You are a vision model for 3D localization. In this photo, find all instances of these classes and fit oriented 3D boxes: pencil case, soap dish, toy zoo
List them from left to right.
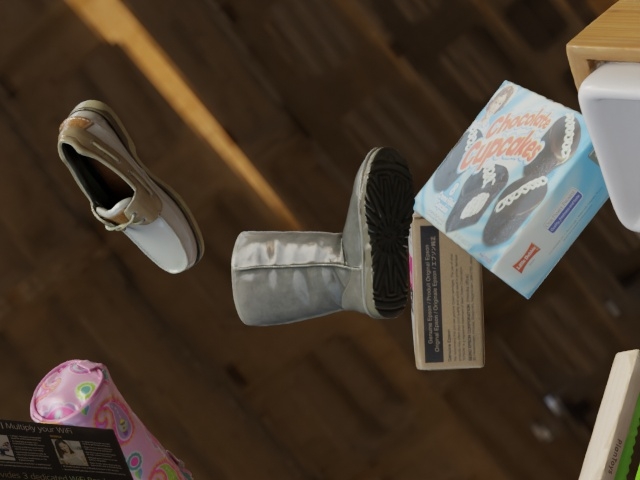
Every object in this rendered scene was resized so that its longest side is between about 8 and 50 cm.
[{"bbox_3d":[-0.274,0.285,2.405,0.284,0.124,0.124,56,-166,-35],"label":"pencil case"},{"bbox_3d":[0.334,0.242,1.485,0.293,0.030,0.192,32,-115,-24],"label":"toy zoo"},{"bbox_3d":[0.369,-0.099,1.471,0.118,0.291,0.229,-68,-31,-29],"label":"soap dish"}]

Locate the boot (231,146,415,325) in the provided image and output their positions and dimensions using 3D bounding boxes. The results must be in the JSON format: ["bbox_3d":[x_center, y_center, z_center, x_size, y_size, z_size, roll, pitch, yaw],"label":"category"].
[{"bbox_3d":[-0.002,-0.001,1.840,0.076,0.208,0.189,9,-95,-40],"label":"boot"}]

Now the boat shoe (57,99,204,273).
[{"bbox_3d":[-0.292,-0.060,2.653,0.302,0.113,0.103,53,-145,-18],"label":"boat shoe"}]

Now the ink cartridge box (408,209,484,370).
[{"bbox_3d":[0.158,0.054,2.256,0.234,0.088,0.193,-56,-37,-86],"label":"ink cartridge box"}]

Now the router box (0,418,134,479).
[{"bbox_3d":[-0.352,0.318,2.056,0.309,0.081,0.243,10,-145,-34],"label":"router box"}]

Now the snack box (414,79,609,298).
[{"bbox_3d":[0.212,-0.063,1.918,0.060,0.187,0.322,37,-177,-17],"label":"snack box"}]
